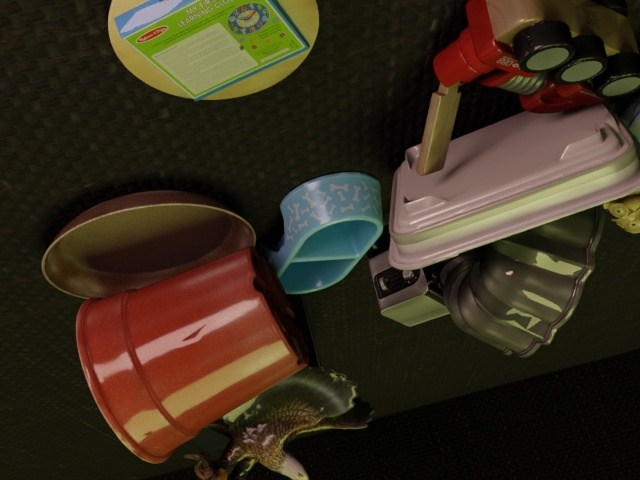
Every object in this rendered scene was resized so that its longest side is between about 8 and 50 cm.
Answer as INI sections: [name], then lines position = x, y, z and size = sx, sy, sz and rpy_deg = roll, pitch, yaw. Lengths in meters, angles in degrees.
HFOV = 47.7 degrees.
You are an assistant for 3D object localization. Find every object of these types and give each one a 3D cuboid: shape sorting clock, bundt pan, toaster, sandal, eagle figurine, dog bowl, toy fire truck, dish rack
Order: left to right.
[shape sorting clock]
position = -0.104, -0.211, 0.719
size = 0.206, 0.040, 0.206
rpy_deg = -9, 156, -4
[eagle figurine]
position = -0.070, 0.323, 1.239
size = 0.298, 0.225, 0.226
rpy_deg = -45, -161, -6
[dog bowl]
position = 0.000, 0.000, 1.181
size = 0.165, 0.074, 0.297
rpy_deg = -3, 152, -25
[toaster]
position = 0.161, 0.049, 1.269
size = 0.110, 0.168, 0.185
rpy_deg = -24, 153, 24
[dish rack]
position = 0.234, -0.099, 0.947
size = 0.332, 0.286, 0.072
rpy_deg = -20, 112, 17
[bundt pan]
position = 0.280, 0.003, 1.098
size = 0.124, 0.331, 0.331
rpy_deg = 17, 148, -7
[toy fire truck]
position = 0.225, -0.186, 0.859
size = 0.217, 0.159, 0.246
rpy_deg = 5, 160, -37
[sandal]
position = 0.625, -0.052, 1.424
size = 0.240, 0.079, 0.088
rpy_deg = 10, 145, -43

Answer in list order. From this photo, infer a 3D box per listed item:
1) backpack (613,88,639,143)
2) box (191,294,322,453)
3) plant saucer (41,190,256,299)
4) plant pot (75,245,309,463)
[backpack]
position = 0.584, -0.173, 0.982
size = 0.355, 0.273, 0.290
rpy_deg = -37, 159, -13
[box]
position = -0.151, 0.276, 1.506
size = 0.293, 0.212, 0.395
rpy_deg = -14, 154, -5
[plant saucer]
position = -0.253, 0.008, 1.082
size = 0.310, 0.050, 0.311
rpy_deg = -13, 154, -6
[plant pot]
position = -0.176, 0.154, 1.097
size = 0.265, 0.273, 0.272
rpy_deg = -26, 154, 4
